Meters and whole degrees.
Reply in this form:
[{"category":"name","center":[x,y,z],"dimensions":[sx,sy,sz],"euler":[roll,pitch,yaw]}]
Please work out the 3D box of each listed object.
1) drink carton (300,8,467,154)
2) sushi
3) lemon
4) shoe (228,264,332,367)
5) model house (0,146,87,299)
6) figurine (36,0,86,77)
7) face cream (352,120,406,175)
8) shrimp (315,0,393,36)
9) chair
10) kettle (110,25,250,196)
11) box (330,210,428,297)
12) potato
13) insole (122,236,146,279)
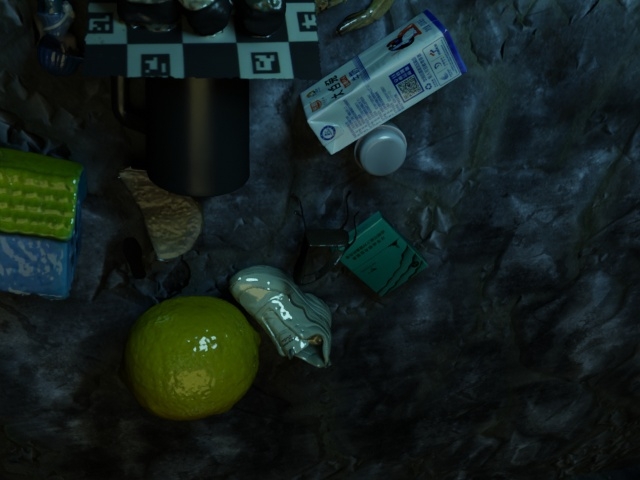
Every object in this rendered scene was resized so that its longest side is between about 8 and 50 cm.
[{"category":"drink carton","center":[0.115,-0.315,1.124],"dimensions":[0.314,0.131,0.107],"euler":[-30,127,14]},{"category":"sushi","center":[-0.183,-0.403,0.880],"dimensions":[0.372,0.297,0.100],"euler":[-2,156,-9]},{"category":"lemon","center":[-0.319,0.290,1.403],"dimensions":[0.335,0.336,0.336],"euler":[-6,129,-7]},{"category":"shoe","center":[-0.088,0.204,1.444],"dimensions":[0.132,0.211,0.342],"euler":[-41,124,21]},{"category":"model house","center":[-0.612,-0.053,1.138],"dimensions":[0.236,0.216,0.304],"euler":[9,122,-17]},{"category":"figurine","center":[-0.466,-0.368,1.000],"dimensions":[0.086,0.087,0.149],"euler":[19,131,21]},{"category":"face cream","center":[0.127,-0.207,1.229],"dimensions":[0.117,0.104,0.117],"euler":[-6,130,-7]},{"category":"shrimp","center":[0.057,-0.455,1.051],"dimensions":[0.145,0.059,0.254],"euler":[29,113,-40]},{"category":"chair","center":[0.000,0.000,1.332],"dimensions":[0.148,0.174,0.213],"euler":[2,117,-8]},{"category":"kettle","center":[-0.250,-0.276,1.073],"dimensions":[0.203,0.262,0.308],"euler":[-25,136,-38]},{"category":"box","center":[0.156,0.042,1.473],"dimensions":[0.160,0.042,0.226],"euler":[-36,126,18]},{"category":"potato","center":[-0.336,-0.084,1.238],"dimensions":[0.138,0.098,0.243],"euler":[-16,123,-3]},{"category":"insole","center":[-0.454,0.045,1.376],"dimensions":[0.044,0.002,0.135],"euler":[-6,129,-5]}]
